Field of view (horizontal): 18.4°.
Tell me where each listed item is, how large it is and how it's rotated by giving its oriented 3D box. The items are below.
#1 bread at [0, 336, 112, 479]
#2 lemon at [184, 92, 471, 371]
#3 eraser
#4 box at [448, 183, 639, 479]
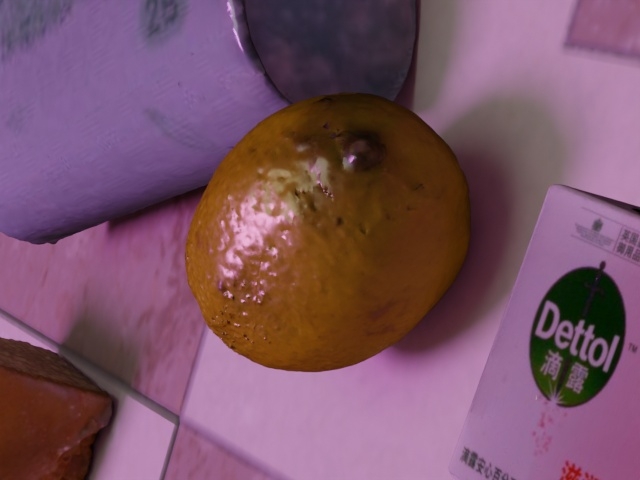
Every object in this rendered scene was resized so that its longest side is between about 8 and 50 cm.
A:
[{"bbox_3d":[-0.148,0.090,0.818,0.084,0.080,0.109,35,105,59],"label":"bread"},{"bbox_3d":[0.000,0.000,0.626,0.111,0.082,0.082,-46,42,45],"label":"lemon"},{"bbox_3d":[-0.064,-0.103,0.753,0.227,0.081,0.174,-18,77,54],"label":"eraser"},{"bbox_3d":[0.094,0.044,0.495,0.125,0.043,0.089,27,100,57],"label":"box"}]
